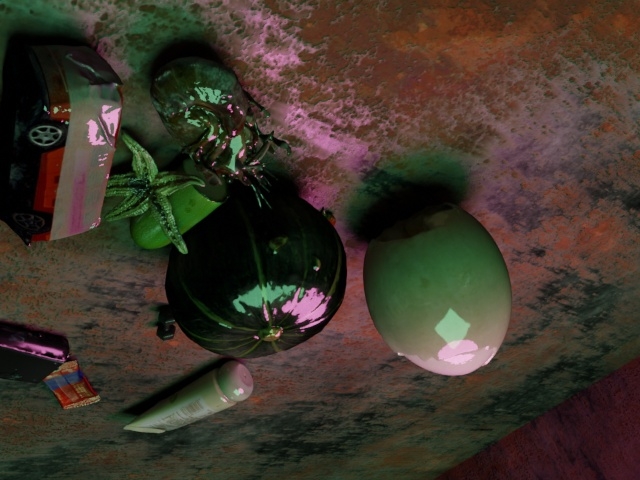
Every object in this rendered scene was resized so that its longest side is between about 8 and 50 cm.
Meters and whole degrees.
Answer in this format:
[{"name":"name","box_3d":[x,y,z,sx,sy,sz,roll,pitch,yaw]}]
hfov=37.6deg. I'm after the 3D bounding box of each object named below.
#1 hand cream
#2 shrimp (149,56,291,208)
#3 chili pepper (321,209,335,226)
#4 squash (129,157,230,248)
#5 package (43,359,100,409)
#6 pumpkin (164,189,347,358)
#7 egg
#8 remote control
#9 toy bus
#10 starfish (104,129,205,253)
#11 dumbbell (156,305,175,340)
[{"name":"hand cream","box_3d":[-0.291,0.374,2.141,0.305,0.093,0.147,-31,154,18]},{"name":"shrimp","box_3d":[-0.126,-0.153,1.377,0.145,0.117,0.343,-24,145,10]},{"name":"chili pepper","box_3d":[0.000,0.000,1.792,0.045,0.027,0.178,-12,150,-17]},{"name":"squash","box_3d":[-0.239,-0.046,1.502,0.188,0.095,0.095,-39,146,27]},{"name":"package","box_3d":[-0.518,0.300,1.943,0.083,0.022,0.200,-18,149,-8]},{"name":"pumpkin","box_3d":[-0.109,0.062,1.608,0.323,0.241,0.323,-19,153,-10]},{"name":"egg","box_3d":[0.229,0.109,1.803,0.278,0.336,0.278,-20,-166,5]},{"name":"remote control","box_3d":[-0.625,0.189,1.659,0.144,0.062,0.398,-38,146,24]},{"name":"toy bus","box_3d":[-0.357,-0.130,1.263,0.147,0.128,0.303,-9,146,-31]},{"name":"starfish","box_3d":[-0.257,-0.070,1.425,0.223,0.217,0.050,-7,-158,36]},{"name":"dumbbell","box_3d":[-0.302,0.163,1.849,0.036,0.040,0.083,-43,163,-34]}]
